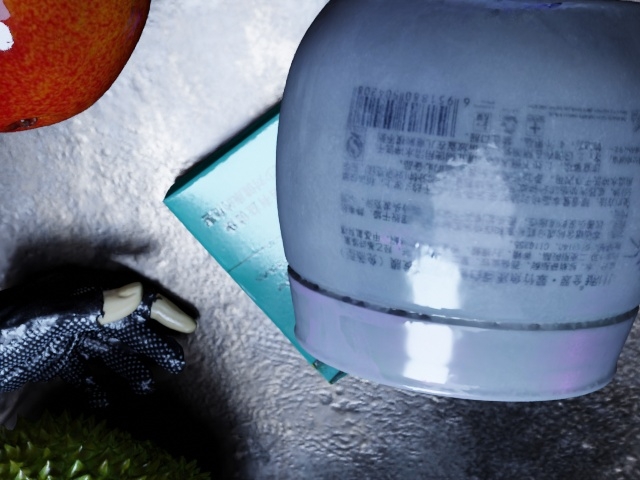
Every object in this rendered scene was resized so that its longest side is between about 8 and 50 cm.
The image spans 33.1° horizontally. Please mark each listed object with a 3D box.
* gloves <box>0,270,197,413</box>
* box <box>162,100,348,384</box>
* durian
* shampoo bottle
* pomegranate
[{"bbox_3d":[-0.203,0.078,0.958,0.180,0.106,0.129,-7,120,-22],"label":"gloves"},{"bbox_3d":[0.000,0.000,0.913,0.161,0.042,0.226,-35,108,21],"label":"box"},{"bbox_3d":[-0.203,0.262,0.946,0.291,0.225,0.291,17,133,19],"label":"durian"},{"bbox_3d":[0.104,-0.039,0.742,0.273,0.273,0.266,7,103,3],"label":"shampoo bottle"},{"bbox_3d":[-0.231,-0.202,0.749,0.220,0.221,0.257,-13,104,13],"label":"pomegranate"}]
